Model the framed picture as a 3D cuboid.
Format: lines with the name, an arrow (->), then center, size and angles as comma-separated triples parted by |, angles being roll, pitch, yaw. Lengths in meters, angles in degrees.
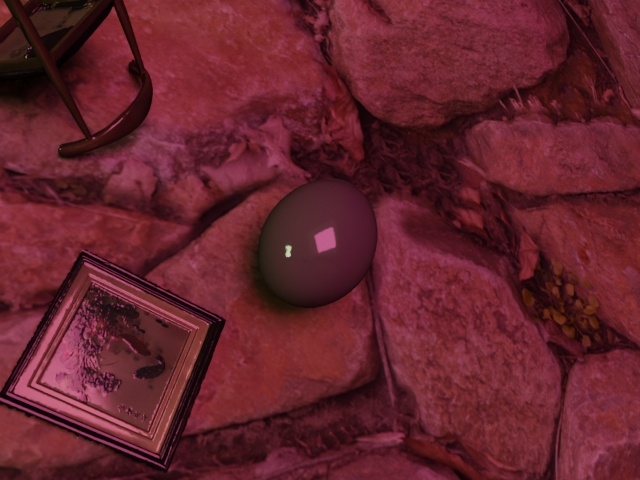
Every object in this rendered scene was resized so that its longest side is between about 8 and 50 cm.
framed picture -> -0.222, 0.132, 0.771 | 0.195, 0.010, 0.199 | 29, 54, -16

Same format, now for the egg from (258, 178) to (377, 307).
egg -> 0.000, 0.000, 0.889 | 0.146, 0.146, 0.199 | 44, 45, -5

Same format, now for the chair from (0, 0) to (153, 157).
chair -> -0.332, -0.250, 0.816 | 0.272, 0.166, 0.188 | 68, 35, -43
